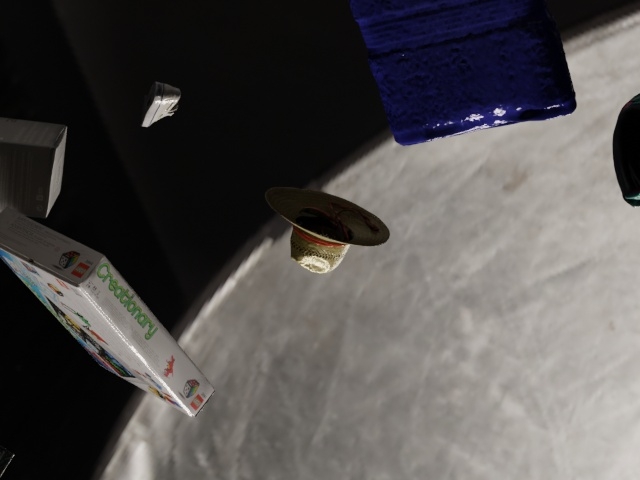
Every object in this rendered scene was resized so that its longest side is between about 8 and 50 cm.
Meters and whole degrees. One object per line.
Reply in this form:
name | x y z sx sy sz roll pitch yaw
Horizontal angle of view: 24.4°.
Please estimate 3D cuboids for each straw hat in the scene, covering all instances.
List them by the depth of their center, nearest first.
straw hat | 0.000 0.000 1.542 0.144 0.144 0.061 24 110 6

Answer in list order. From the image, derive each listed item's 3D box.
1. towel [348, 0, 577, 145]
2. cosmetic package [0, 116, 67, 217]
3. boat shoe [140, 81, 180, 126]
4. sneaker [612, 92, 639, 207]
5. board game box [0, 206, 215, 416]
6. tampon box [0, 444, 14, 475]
towel | 0.139 -0.263 1.585 0.227 0.076 0.308 -8 110 34
cosmetic package | -0.448 -0.102 1.868 0.237 0.127 0.107 9 108 -6
boat shoe | -0.175 -0.148 1.630 0.035 0.035 0.100 8 162 -16
sneaker | 0.436 -0.069 1.662 0.295 0.178 0.124 49 139 29
board game box | -0.272 0.093 1.847 0.193 0.053 0.305 24 158 38
tampon box | -0.573 0.326 2.234 0.161 0.120 0.101 19 161 32
